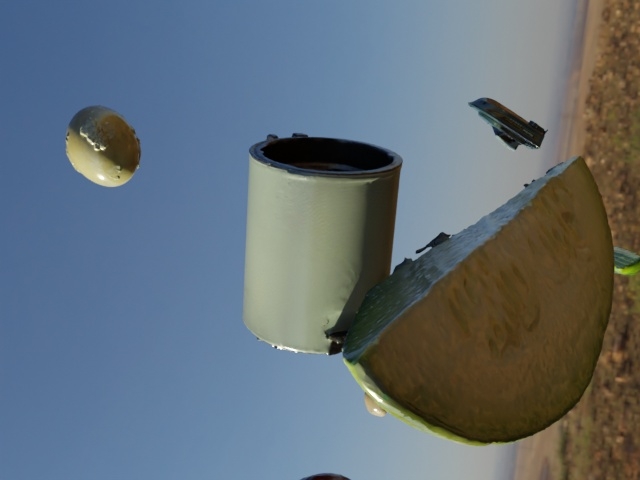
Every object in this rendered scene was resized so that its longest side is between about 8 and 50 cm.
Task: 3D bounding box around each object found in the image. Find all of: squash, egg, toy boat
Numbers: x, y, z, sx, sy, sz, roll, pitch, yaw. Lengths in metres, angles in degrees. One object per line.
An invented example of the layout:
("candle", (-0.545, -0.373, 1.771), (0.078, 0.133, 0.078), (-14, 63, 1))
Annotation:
("squash", (0.128, 0.037, 0.499), (0.111, 0.203, 0.288), (58, -175, 0))
("egg", (-0.498, -0.214, 1.877), (0.202, 0.164, 0.164), (57, -177, 17))
("toy boat", (0.310, -0.197, 1.382), (0.060, 0.141, 0.055), (-57, -3, 7))

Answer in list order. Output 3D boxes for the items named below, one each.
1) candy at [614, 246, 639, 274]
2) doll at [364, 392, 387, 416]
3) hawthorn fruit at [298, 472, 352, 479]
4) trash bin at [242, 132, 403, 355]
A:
("candy", (0.271, 0.067, 1.023), (0.069, 0.246, 0.149), (55, -176, -8))
("doll", (0.182, 0.180, 1.268), (0.152, 0.255, 0.196), (-46, -61, -48))
("hawthorn fruit", (0.013, 0.347, 0.874), (0.202, 0.185, 0.185), (30, -114, -46))
("trash bin", (0.000, 0.000, 1.185), (0.277, 0.217, 0.263), (38, 129, 56))
